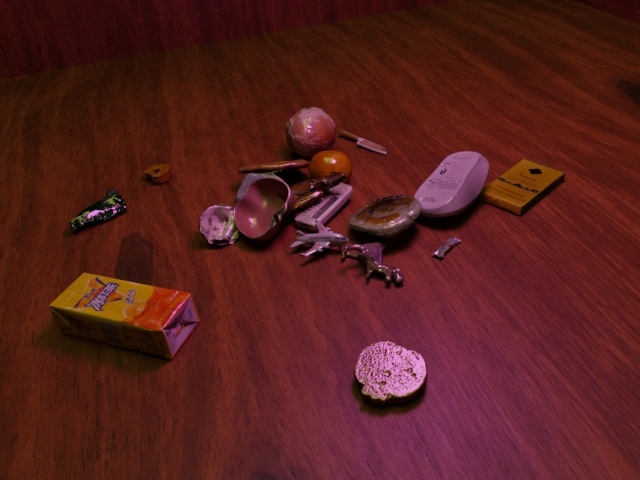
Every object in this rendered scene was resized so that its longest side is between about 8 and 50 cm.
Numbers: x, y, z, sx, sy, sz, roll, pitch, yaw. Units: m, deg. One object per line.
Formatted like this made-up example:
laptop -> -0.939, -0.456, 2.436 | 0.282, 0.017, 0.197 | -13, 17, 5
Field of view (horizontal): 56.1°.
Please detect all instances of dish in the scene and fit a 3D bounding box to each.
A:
dish -> -0.163, -0.088, 1.878 | 0.213, 0.090, 0.213 | -14, 60, 25

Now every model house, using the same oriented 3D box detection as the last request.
model house -> -0.193, -0.172, 2.044 | 0.165, 0.106, 0.152 | 3, -1, 7

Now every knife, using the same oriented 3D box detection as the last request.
knife -> 0.161, -0.379, 2.328 | 0.256, 0.022, 0.046 | 31, 43, 33

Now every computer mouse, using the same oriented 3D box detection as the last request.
computer mouse -> 0.423, -0.162, 1.922 | 0.184, 0.121, 0.297 | 8, 53, 42

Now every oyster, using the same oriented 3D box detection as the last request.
oyster -> -0.303, -0.048, 1.916 | 0.191, 0.081, 0.163 | -4, 58, -23

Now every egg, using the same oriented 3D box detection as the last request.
egg -> -0.037, -0.403, 2.250 | 0.195, 0.195, 0.233 | 1, 23, 9

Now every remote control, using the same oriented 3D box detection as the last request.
remote control -> 0.017, -0.109, 1.957 | 0.090, 0.049, 0.230 | 21, 48, 33

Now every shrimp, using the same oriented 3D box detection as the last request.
shrimp -> -0.049, -0.149, 1.944 | 0.287, 0.063, 0.152 | -21, 24, 24

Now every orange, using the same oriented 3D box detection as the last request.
orange -> 0.035, -0.245, 2.085 | 0.155, 0.134, 0.154 | 1, 14, 0

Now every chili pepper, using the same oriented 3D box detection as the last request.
chili pepper -> -0.755, -0.096, 2.038 | 0.108, 0.062, 0.216 | 18, 45, 29

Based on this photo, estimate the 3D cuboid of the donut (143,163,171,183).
donut -> -0.603, -0.248, 2.238 | 0.097, 0.043, 0.108 | -33, 43, -31

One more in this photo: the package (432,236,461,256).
package -> 0.371, 0.020, 1.765 | 0.037, 0.015, 0.110 | 19, 41, 37

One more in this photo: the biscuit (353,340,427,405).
biscuit -> 0.156, 0.312, 1.374 | 0.170, 0.050, 0.170 | -4, 45, 4

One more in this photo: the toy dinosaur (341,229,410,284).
toy dinosaur -> 0.162, 0.038, 1.746 | 0.200, 0.072, 0.251 | 8, 25, 2

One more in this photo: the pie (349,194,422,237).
pie -> 0.197, -0.074, 1.838 | 0.241, 0.054, 0.240 | -16, 23, 7

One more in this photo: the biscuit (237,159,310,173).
biscuit -> -0.162, -0.258, 2.117 | 0.260, 0.041, 0.203 | -6, 8, -12

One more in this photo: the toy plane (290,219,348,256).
toy plane -> 0.000, 0.000, 1.798 | 0.171, 0.065, 0.162 | 8, 43, 13

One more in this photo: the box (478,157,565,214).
box -> 0.665, -0.182, 1.977 | 0.279, 0.041, 0.153 | -33, 43, -32

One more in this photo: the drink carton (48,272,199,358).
drink carton -> -0.513, 0.192, 1.577 | 0.351, 0.111, 0.154 | 8, 38, 20
